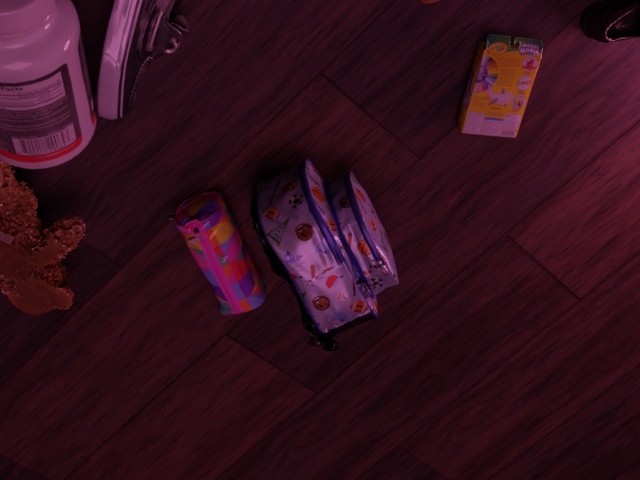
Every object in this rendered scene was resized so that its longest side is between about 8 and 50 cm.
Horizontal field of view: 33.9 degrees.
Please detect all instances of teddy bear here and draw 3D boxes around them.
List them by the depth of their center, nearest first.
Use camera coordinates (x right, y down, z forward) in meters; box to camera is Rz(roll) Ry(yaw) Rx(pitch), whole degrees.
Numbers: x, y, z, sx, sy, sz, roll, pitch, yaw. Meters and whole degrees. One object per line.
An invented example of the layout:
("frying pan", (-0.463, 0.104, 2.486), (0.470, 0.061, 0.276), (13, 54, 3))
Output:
("teddy bear", (-0.507, -0.025, 1.703), (0.245, 0.113, 0.338), (-22, 130, 25))

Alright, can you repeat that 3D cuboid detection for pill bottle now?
("pill bottle", (-0.417, -0.255, 1.468), (0.176, 0.176, 0.318), (-5, 150, -8))

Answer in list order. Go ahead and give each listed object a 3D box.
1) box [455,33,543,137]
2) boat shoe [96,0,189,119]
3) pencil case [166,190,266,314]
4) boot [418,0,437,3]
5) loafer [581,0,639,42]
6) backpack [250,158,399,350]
("box", (0.299, -0.262, 1.757), (0.105, 0.043, 0.179), (4, 126, -13))
("boat shoe", (-0.251, -0.323, 1.554), (0.119, 0.121, 0.335), (13, 119, -14))
("pencil case", (-0.175, 0.026, 1.828), (0.104, 0.104, 0.236), (-22, 126, 4))
("boot", (0.135, -0.448, 1.523), (0.283, 0.109, 0.220), (-33, 140, -29))
("loafer", (0.542, -0.364, 1.712), (0.220, 0.078, 0.080), (-19, 126, 2))
("backpack", (0.000, 0.000, 1.756), (0.213, 0.276, 0.263), (-34, 117, 7))
